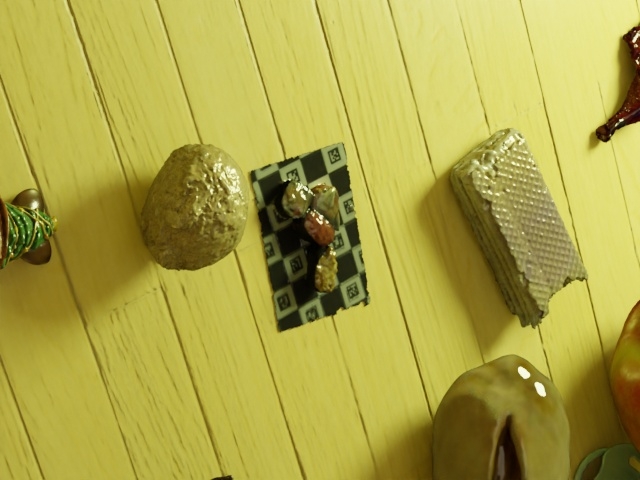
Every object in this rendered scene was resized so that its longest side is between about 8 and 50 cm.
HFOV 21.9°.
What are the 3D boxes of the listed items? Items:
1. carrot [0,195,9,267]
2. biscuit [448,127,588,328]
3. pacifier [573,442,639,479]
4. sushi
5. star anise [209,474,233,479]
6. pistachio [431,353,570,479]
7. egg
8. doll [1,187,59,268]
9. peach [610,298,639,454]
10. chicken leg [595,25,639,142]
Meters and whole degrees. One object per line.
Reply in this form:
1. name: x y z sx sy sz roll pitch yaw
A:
1. carrot: -0.410 -0.005 1.478 0.254 0.196 0.196 12 87 -37
2. biscuit: 0.244 -0.015 2.049 0.108 0.062 0.239 -39 115 -25
3. pacifier: 0.402 0.331 2.174 0.127 0.116 0.150 47 69 -3
4. sushi: 0.000 0.000 1.883 0.139 0.031 0.201 -20 107 -34
5. star anise: -0.106 0.373 1.809 0.220 0.099 0.214 -60 138 -22
6. pistachio: 0.219 0.276 2.010 0.166 0.197 0.288 2 110 5
7. egg: -0.132 -0.033 1.729 0.118 0.116 0.140 23 77 -59
8. doll: -0.295 -0.011 1.632 0.113 0.077 0.078 -11 93 -37
9. peach: 0.534 0.237 2.149 0.380 0.306 0.242 34 82 -15
10. chicken leg: 0.428 -0.214 2.175 0.093 0.053 0.205 19 75 -14
